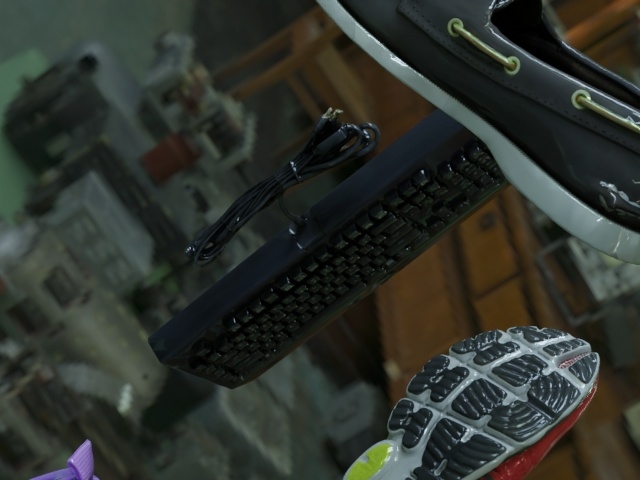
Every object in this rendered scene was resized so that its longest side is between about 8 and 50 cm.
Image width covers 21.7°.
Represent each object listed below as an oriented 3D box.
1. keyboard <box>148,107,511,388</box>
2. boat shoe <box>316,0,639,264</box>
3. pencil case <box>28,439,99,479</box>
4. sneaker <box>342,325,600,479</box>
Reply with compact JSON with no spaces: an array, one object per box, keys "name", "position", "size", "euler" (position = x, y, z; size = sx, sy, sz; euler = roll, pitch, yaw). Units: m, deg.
[{"name":"keyboard","position":[0.000,0.000,1.257],"size":[0.201,0.317,0.033],"euler":[32,25,-49]},{"name":"boat shoe","position":[0.083,-0.085,0.766],"size":[0.228,0.068,0.081],"euler":[44,23,25]},{"name":"pencil case","position":[-0.081,0.188,0.655],"size":[0.206,0.088,0.086],"euler":[61,19,-10]},{"name":"sneaker","position":[0.091,0.174,1.187],"size":[0.107,0.279,0.118],"euler":[40,-11,42]}]
